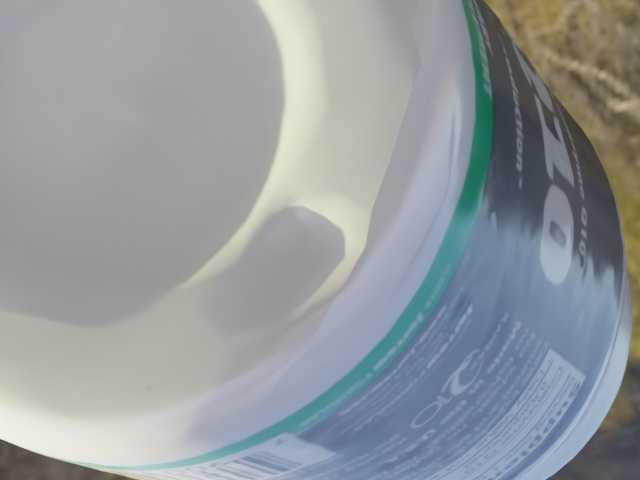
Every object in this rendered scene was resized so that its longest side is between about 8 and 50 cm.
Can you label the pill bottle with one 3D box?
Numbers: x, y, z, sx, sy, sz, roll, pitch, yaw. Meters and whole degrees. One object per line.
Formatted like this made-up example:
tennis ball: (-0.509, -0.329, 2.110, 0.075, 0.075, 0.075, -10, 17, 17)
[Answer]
pill bottle: (0.000, 0.000, 0.705, 0.204, 0.204, 0.361, -17, 163, 15)
